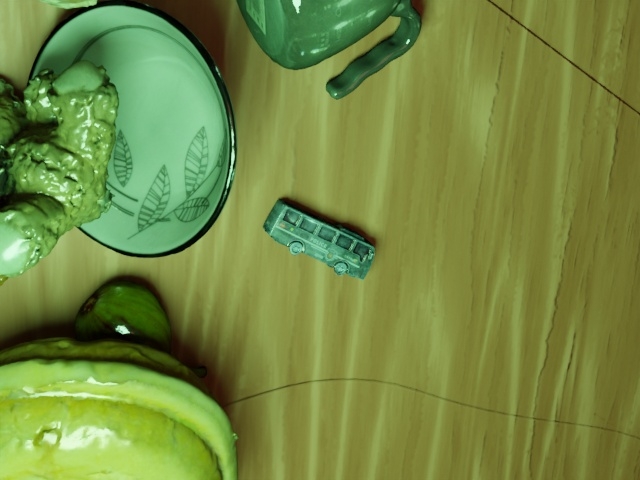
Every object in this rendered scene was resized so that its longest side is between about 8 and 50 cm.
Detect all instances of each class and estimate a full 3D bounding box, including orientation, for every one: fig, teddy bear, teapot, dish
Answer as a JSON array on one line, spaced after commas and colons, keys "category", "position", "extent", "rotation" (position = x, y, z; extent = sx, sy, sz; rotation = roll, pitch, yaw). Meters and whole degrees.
[{"category": "fig", "position": [-0.235, 0.149, 1.478], "extent": [0.124, 0.124, 0.236], "rotation": [-43, 128, 3]}, {"category": "teddy bear", "position": [-0.370, -0.098, 1.270], "extent": [0.256, 0.156, 0.267], "rotation": [22, 78, 19]}, {"category": "teapot", "position": [0.055, -0.321, 1.323], "extent": [0.285, 0.223, 0.305], "rotation": [-24, 113, -15]}, {"category": "dish", "position": [-0.214, -0.142, 1.326], "extent": [0.316, 0.106, 0.317], "rotation": [8, 110, 24]}]

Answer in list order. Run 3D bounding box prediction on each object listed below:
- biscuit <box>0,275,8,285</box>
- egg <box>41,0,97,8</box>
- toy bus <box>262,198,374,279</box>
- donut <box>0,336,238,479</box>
[{"category": "biscuit", "position": [-0.507, 0.029, 1.335], "extent": [0.228, 0.031, 0.176], "rotation": [-3, 146, 3]}, {"category": "egg", "position": [-0.305, -0.376, 1.199], "extent": [0.195, 0.195, 0.233], "rotation": [-27, 121, -6]}, {"category": "toy bus", "position": [0.000, 0.000, 1.519], "extent": [0.166, 0.047, 0.065], "rotation": [25, 98, -23]}, {"category": "donut", "position": [-0.309, 0.292, 1.393], "extent": [0.448, 0.198, 0.449], "rotation": [-3, 137, -2]}]
